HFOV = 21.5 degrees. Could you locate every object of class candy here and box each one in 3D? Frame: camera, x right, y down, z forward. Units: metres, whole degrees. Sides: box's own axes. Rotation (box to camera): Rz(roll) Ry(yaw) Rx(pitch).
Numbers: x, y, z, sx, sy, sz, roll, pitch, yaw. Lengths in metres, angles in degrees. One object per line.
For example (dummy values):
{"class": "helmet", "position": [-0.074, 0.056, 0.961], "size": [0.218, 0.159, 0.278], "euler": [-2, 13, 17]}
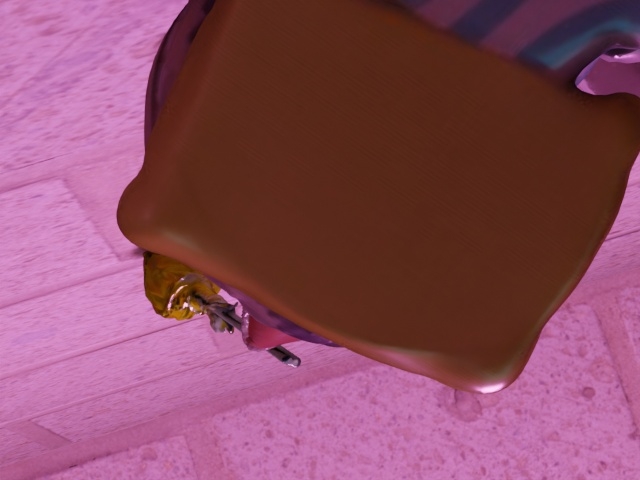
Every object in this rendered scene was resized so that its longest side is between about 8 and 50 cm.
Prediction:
{"class": "candy", "position": [-0.091, 0.068, 1.591], "size": [0.073, 0.077, 0.262], "euler": [3, -164, -34]}

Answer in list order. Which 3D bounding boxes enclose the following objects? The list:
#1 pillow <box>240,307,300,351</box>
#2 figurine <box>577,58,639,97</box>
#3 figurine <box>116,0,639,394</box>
{"class": "pillow", "position": [0.000, 0.000, 1.461], "size": [0.171, 0.179, 0.075], "euler": [-15, -162, -7]}
{"class": "figurine", "position": [0.255, -0.170, 1.100], "size": [0.182, 0.144, 0.256], "euler": [-12, 165, -13]}
{"class": "figurine", "position": [0.060, -0.132, 0.999], "size": [0.361, 0.266, 0.377], "euler": [-46, -164, 12]}
